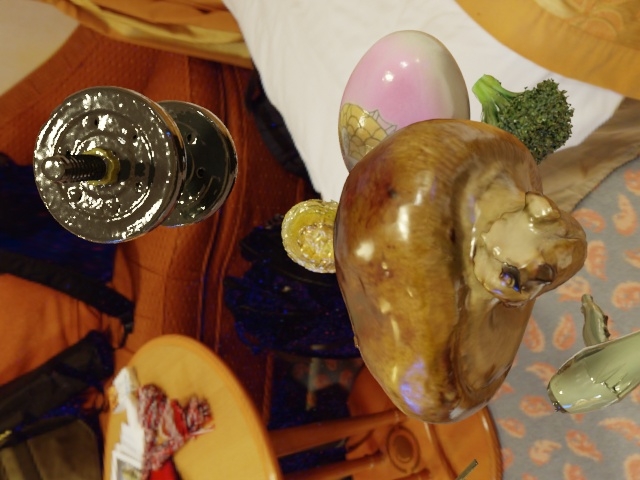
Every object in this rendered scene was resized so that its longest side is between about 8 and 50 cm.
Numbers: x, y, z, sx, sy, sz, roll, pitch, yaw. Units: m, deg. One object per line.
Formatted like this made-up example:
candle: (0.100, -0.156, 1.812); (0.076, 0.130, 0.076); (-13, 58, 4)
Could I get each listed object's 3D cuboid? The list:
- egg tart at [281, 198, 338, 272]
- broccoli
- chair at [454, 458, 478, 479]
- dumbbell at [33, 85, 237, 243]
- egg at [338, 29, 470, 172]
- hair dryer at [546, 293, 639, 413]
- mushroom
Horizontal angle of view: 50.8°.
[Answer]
egg tart: (0.000, 0.000, 1.030); (0.049, 0.129, 0.129); (-70, 4, -65)
broccoli: (0.342, -0.221, 1.188); (0.194, 0.219, 0.194); (-6, 81, 43)
chair: (0.171, 0.426, 0.964); (0.221, 0.095, 0.104); (-47, 65, 15)
dumbbell: (-0.178, -0.077, 0.684); (0.143, 0.325, 0.143); (1, 97, 11)
egg: (0.119, -0.175, 0.969); (0.196, 0.196, 0.271); (43, 149, 41)
hair dryer: (0.427, 0.129, 0.927); (0.088, 0.225, 0.219); (43, 142, -11)
mushroom: (0.164, 0.035, 0.713); (0.259, 0.345, 0.345); (10, 97, 37)
